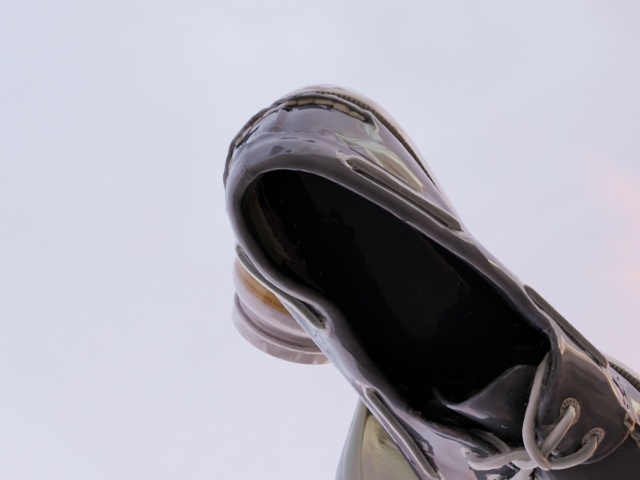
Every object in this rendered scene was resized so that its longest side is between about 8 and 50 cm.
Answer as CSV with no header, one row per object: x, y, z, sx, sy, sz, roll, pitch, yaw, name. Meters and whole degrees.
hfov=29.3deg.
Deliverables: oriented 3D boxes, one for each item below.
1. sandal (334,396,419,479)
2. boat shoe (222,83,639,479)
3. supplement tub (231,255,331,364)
0.078,0.102,0.707,0.120,0.303,0.086,25,-59,-15,sandal
0.069,0.071,0.540,0.116,0.099,0.319,-38,-85,17,boat shoe
0.000,0.000,1.133,0.144,0.144,0.199,0,-57,-31,supplement tub
